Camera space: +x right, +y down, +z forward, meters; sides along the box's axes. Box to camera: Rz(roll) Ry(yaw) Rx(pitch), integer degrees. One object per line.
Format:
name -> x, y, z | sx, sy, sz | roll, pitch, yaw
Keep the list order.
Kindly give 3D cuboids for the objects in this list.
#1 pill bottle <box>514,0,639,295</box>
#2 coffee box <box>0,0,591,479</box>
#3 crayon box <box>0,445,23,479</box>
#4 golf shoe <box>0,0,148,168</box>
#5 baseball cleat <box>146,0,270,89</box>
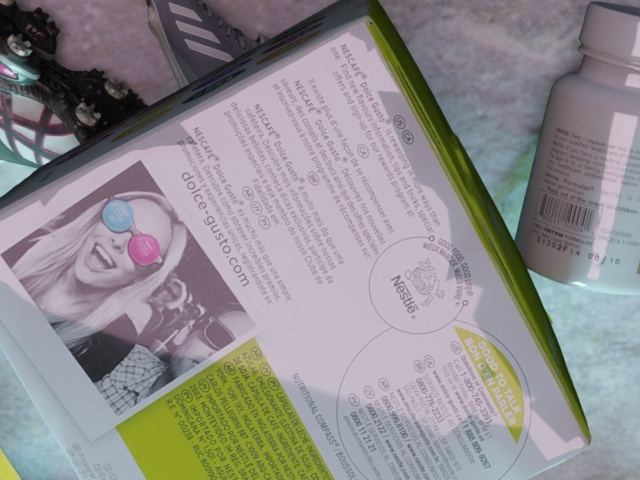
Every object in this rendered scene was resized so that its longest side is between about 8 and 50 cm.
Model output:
pill bottle -> 0.250, -0.079, 1.506 | 0.131, 0.131, 0.229 | 12, 103, 2
coffee box -> -0.026, 0.038, 1.352 | 0.334, 0.337, 0.338 | -28, 99, 7
crayon box -> -0.424, 0.248, 1.662 | 0.323, 0.083, 0.203 | -30, 98, 11
golf shoe -> -0.236, -0.103, 1.574 | 0.273, 0.105, 0.120 | 44, 121, -1
baseball cleat -> -0.094, -0.179, 1.556 | 0.109, 0.072, 0.206 | -22, 105, -5
